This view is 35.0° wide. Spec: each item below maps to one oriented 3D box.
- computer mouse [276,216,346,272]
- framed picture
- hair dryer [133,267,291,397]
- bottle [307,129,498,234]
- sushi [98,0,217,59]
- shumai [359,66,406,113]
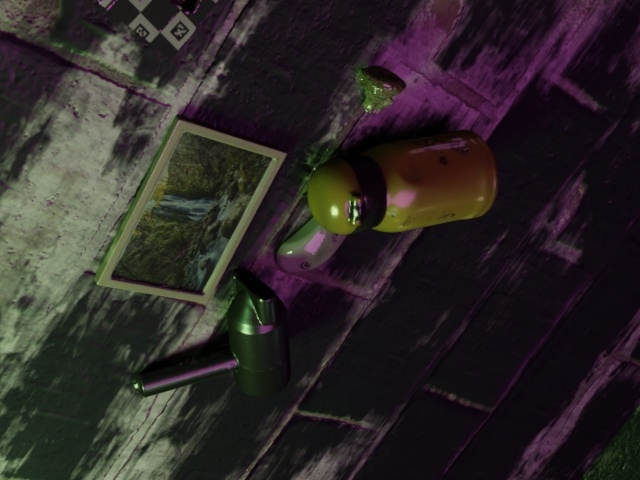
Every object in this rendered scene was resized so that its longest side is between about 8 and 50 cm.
[{"bbox_3d":[0.000,0.000,1.903,0.181,0.056,0.089,-45,142,-1],"label":"computer mouse"},{"bbox_3d":[-0.218,-0.042,1.728,0.240,0.020,0.324,16,111,-43],"label":"framed picture"},{"bbox_3d":[-0.203,0.195,1.874,0.302,0.116,0.244,-18,129,-17],"label":"hair dryer"},{"bbox_3d":[0.140,-0.102,1.850,0.351,0.171,0.172,-10,127,-29],"label":"bottle"},{"bbox_3d":[-0.235,-0.391,1.420,0.192,0.050,0.215,-51,132,2],"label":"sushi"},{"bbox_3d":[0.099,-0.256,1.769,0.083,0.082,0.080,10,119,-15],"label":"shumai"}]
